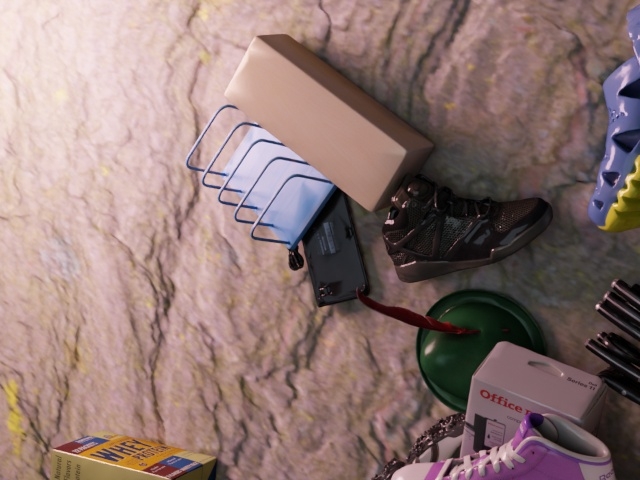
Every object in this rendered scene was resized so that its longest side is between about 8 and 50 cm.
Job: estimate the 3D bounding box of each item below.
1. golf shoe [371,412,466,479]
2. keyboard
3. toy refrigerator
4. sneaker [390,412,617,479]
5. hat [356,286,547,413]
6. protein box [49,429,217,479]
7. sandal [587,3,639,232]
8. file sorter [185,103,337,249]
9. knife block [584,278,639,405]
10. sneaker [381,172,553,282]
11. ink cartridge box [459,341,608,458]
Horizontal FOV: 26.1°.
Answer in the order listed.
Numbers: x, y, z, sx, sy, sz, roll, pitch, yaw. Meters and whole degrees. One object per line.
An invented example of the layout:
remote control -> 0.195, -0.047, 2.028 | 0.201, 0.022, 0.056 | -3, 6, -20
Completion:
golf shoe -> 0.149, 0.309, 1.846 | 0.094, 0.077, 0.198 | 46, 118, 3
keyboard -> 0.000, 0.000, 1.911 | 0.108, 0.023, 0.180 | -15, 87, 19
toy refrigerator -> 0.012, -0.161, 1.855 | 0.269, 0.094, 0.102 | 38, 115, 18
sneaker -> 0.215, 0.266, 1.653 | 0.282, 0.102, 0.161 | 3, 118, 20
hat -> 0.163, 0.154, 1.757 | 0.208, 0.183, 0.173 | 12, 100, 24
protein box -> -0.276, 0.402, 2.009 | 0.201, 0.136, 0.199 | 9, 99, 24
sandal -> 0.398, -0.162, 1.669 | 0.138, 0.126, 0.317 | 31, 103, 35
file sorter -> -0.085, -0.089, 1.877 | 0.170, 0.104, 0.118 | 46, 112, 30
knife block -> 0.468, 0.147, 1.666 | 0.276, 0.088, 0.242 | -12, 91, 27
sneaker -> 0.177, -0.032, 1.773 | 0.228, 0.087, 0.130 | -15, 116, 29
ink cartridge box -> 0.260, 0.250, 1.731 | 0.153, 0.087, 0.208 | 20, 128, 23
